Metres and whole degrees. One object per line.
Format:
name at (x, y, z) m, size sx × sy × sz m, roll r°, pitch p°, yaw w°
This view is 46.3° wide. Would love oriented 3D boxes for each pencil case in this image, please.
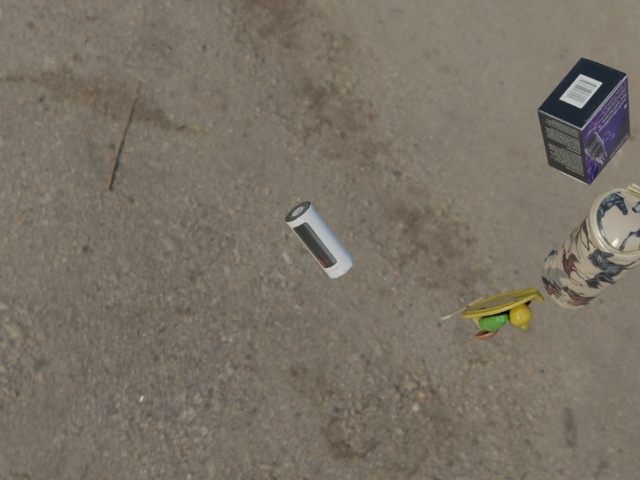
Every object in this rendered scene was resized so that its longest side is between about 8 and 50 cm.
pencil case at (0.651, 0.021, 1.757) m, size 0.159 × 0.410 × 0.184 m, roll 15°, pitch 69°, yaw 5°

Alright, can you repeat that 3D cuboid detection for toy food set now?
toy food set at (0.361, 0.155, 1.513) m, size 0.128 × 0.218 × 0.071 m, roll -23°, pitch 91°, yaw -29°

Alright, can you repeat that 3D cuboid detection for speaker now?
speaker at (0.000, 0.000, 1.289) m, size 0.136 × 0.055 × 0.055 m, roll 53°, pitch 44°, yaw -22°

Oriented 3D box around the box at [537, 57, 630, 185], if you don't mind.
box at (0.541, -0.240, 1.527) m, size 0.108 × 0.207 × 0.153 m, roll 35°, pitch 81°, yaw 36°
